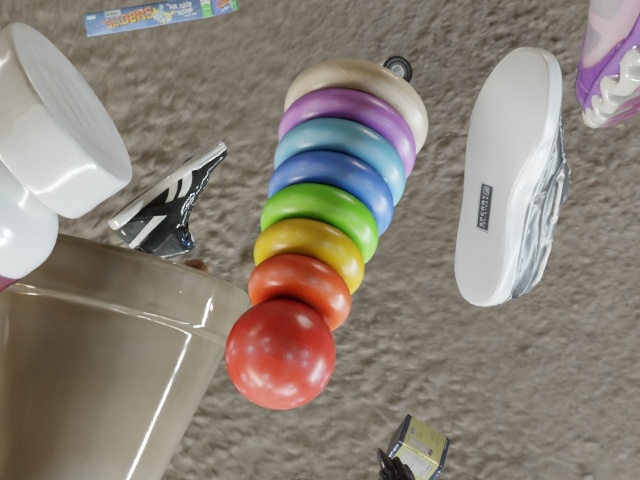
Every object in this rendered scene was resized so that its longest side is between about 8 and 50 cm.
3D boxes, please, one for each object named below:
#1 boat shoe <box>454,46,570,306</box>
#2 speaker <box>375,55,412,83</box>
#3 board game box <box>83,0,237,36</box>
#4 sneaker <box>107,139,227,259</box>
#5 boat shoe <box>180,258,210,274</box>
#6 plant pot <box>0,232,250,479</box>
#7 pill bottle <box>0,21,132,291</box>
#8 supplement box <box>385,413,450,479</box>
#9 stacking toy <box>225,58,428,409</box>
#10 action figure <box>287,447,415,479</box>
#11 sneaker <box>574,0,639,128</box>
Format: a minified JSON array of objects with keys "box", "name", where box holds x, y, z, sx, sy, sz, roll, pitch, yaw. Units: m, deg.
[{"box":[0.231,-0.069,1.166,0.102,0.108,0.301,-9,115,-33],"name":"boat shoe"},{"box":[0.100,-0.266,1.716,0.055,0.136,0.055,1,88,-19],"name":"speaker"},{"box":[-0.241,-0.348,1.583,0.201,0.136,0.035,-6,105,12],"name":"board game box"},{"box":[-0.211,-0.051,1.620,0.217,0.079,0.121,-38,107,-4],"name":"sneaker"},{"box":[-0.223,0.128,1.757,0.120,0.324,0.122,-34,74,-18],"name":"boat shoe"},{"box":[-0.269,0.162,1.180,0.323,0.323,0.280,16,77,-14],"name":"plant pot"},{"box":[-0.218,-0.012,0.546,0.221,0.121,0.121,-32,96,7],"name":"pill bottle"},{"box":[0.156,0.342,1.681,0.083,0.083,0.056,32,119,1],"name":"supplement box"},{"box":[0.000,0.000,0.911,0.141,0.141,0.330,25,55,-13],"name":"stacking toy"},{"box":[0.026,0.239,0.729,0.141,0.276,0.164,-12,83,7],"name":"action figure"},{"box":[0.173,-0.146,0.531,0.095,0.236,0.104,-27,69,-10],"name":"sneaker"}]
